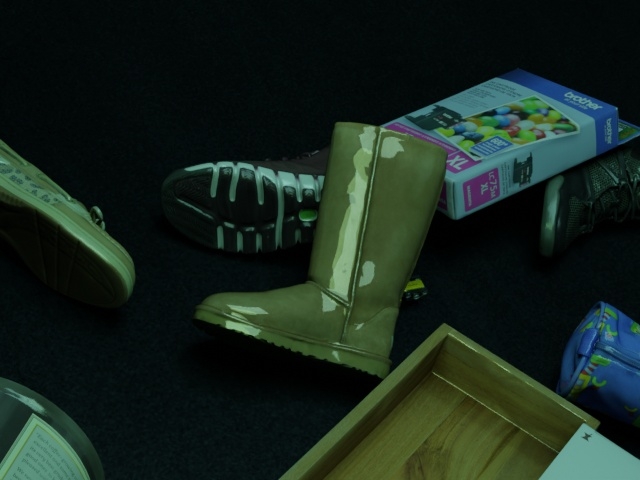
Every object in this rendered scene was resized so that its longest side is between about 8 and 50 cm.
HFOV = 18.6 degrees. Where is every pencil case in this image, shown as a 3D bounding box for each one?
[{"bbox_3d":[0.413,0.169,2.137,0.306,0.133,0.119,21,72,4],"label":"pencil case"}]

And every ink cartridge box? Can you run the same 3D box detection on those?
[{"bbox_3d":[0.222,-0.129,2.366,0.311,0.065,0.186,-22,32,-30],"label":"ink cartridge box"}]

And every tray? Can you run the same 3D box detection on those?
[{"bbox_3d":[0.104,0.248,1.958,0.203,0.076,0.411,32,36,15],"label":"tray"}]

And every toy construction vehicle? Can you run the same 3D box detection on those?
[{"bbox_3d":[0.060,0.044,2.224,0.098,0.035,0.086,-12,57,-31],"label":"toy construction vehicle"}]

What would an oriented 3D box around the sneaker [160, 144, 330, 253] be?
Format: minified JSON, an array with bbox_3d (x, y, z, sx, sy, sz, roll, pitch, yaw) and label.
[{"bbox_3d":[-0.043,-0.058,2.264,0.281,0.106,0.162,5,23,-4],"label":"sneaker"}]

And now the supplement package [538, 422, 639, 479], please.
[{"bbox_3d":[0.235,0.317,1.836,0.139,0.244,0.134,32,44,16],"label":"supplement package"}]

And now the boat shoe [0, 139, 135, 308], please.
[{"bbox_3d":[-0.300,-0.032,2.125,0.285,0.104,0.089,35,48,19],"label":"boat shoe"}]

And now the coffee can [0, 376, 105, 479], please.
[{"bbox_3d":[-0.335,0.280,1.717,0.201,0.201,0.275,22,43,5],"label":"coffee can"}]

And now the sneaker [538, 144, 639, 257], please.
[{"bbox_3d":[0.338,-0.051,2.363,0.130,0.087,0.227,14,36,16],"label":"sneaker"}]

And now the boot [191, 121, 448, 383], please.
[{"bbox_3d":[0.000,0.000,2.116,0.236,0.089,0.269,17,76,-16],"label":"boot"}]
